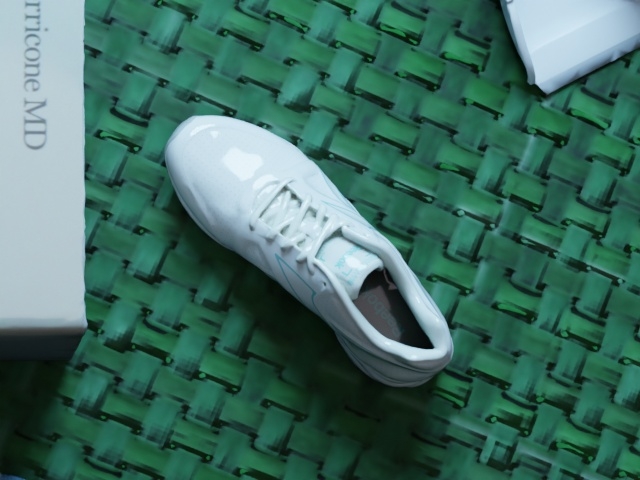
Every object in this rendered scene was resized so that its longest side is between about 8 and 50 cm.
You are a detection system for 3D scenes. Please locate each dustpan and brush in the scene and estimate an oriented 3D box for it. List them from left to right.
[{"bbox_3d":[0.118,-0.187,0.784,0.147,0.060,0.211,-27,97,-12],"label":"dustpan and brush"}]

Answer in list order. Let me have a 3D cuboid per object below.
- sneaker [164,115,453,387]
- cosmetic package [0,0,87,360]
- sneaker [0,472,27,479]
[{"bbox_3d":[0.000,0.000,0.757,0.152,0.061,0.053,41,80,-2],"label":"sneaker"},{"bbox_3d":[-0.237,-0.031,0.681,0.296,0.129,0.153,-1,83,-11],"label":"cosmetic package"},{"bbox_3d":[-0.120,0.174,0.716,0.073,0.063,0.162,9,83,-13],"label":"sneaker"}]
